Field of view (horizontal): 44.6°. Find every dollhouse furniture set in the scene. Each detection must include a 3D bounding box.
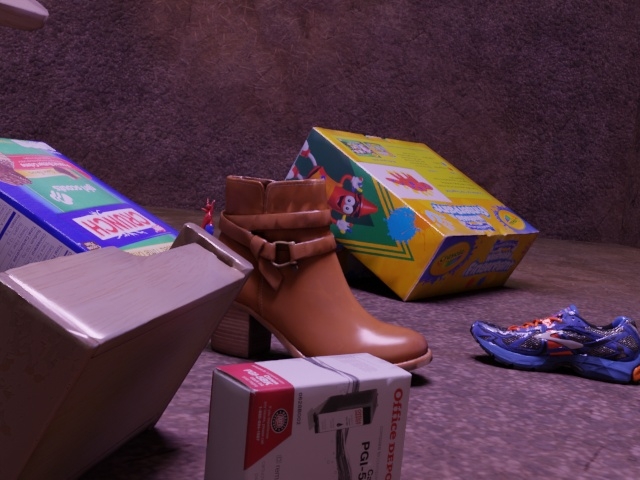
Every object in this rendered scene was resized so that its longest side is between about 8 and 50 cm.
[{"bbox_3d":[-0.284,-0.009,0.562,0.394,0.362,0.256,35,12,8],"label":"dollhouse furniture set"}]

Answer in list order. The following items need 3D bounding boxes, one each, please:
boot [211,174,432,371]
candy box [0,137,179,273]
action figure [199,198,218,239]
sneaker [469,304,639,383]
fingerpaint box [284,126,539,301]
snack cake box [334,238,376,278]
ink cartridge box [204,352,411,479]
[{"bbox_3d":[0.000,0.037,0.924,0.283,0.220,0.109,8,6,23],"label":"boot"},{"bbox_3d":[-0.360,-0.016,1.056,0.317,0.122,0.268,34,12,11],"label":"candy box"},{"bbox_3d":[-0.211,-0.020,1.756,0.280,0.139,0.091,5,5,27],"label":"action figure"},{"bbox_3d":[0.307,0.124,1.020,0.221,0.087,0.083,6,5,9],"label":"sneaker"},{"bbox_3d":[0.199,-0.058,1.656,0.371,0.163,0.444,42,25,28],"label":"fingerpaint box"},{"bbox_3d":[0.036,0.010,1.689,0.264,0.089,0.152,-1,26,-46],"label":"snack cake box"},{"bbox_3d":[-0.007,0.136,0.542,0.135,0.099,0.056,1,7,-36],"label":"ink cartridge box"}]
